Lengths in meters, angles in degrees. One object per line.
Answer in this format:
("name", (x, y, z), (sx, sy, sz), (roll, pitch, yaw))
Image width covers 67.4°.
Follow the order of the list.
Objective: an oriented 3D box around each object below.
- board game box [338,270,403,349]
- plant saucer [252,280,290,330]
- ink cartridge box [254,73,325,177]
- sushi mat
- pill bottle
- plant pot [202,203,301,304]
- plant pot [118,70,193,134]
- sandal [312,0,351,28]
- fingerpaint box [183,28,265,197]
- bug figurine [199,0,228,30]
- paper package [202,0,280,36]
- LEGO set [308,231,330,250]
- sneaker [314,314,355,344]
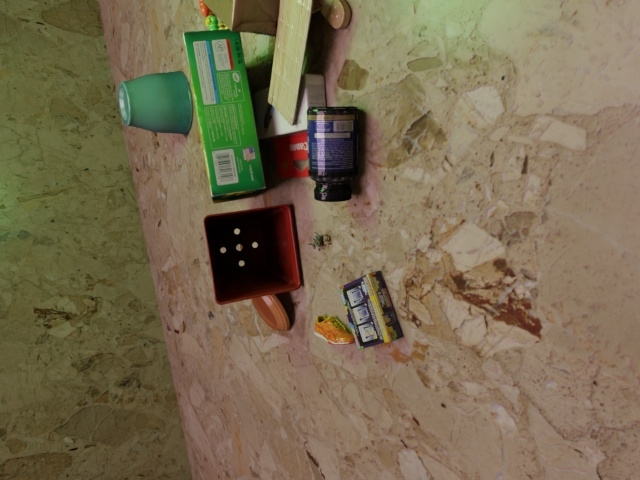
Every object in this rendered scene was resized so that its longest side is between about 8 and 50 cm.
("board game box", (0.122, 0.177, 1.200), (0.141, 0.048, 0.171), (-32, 72, 54))
("plant saucer", (-0.178, 0.228, 1.627), (0.200, 0.037, 0.200), (41, 150, 29))
("ink cartridge box", (-0.085, -0.307, 1.354), (0.296, 0.066, 0.261), (8, 105, 56))
("sushi mat", (-0.081, -0.463, 1.207), (0.151, 0.019, 0.317), (49, 140, 37))
("pill bottle", (0.029, -0.209, 1.154), (0.122, 0.122, 0.219), (21, 117, 53))
("plant pot", (-0.237, 0.031, 1.539), (0.235, 0.267, 0.268), (-168, 70, -70))
("plant pot", (-0.719, -0.591, 2.063), (0.271, 0.255, 0.272), (22, 117, 53))
("sandal", (-0.020, -0.586, 1.153), (0.240, 0.079, 0.088), (55, 141, 32))
("fingerpaint box", (-0.291, -0.351, 1.470), (0.371, 0.163, 0.445), (-176, 77, -78))
("bug figurine", (-0.343, -0.793, 1.593), (0.279, 0.072, 0.217), (-16, 86, 57))
("paper package", (-0.189, -0.731, 1.258), (0.325, 0.168, 0.310), (53, 141, 44))
("LEGO set", (0.001, 0.002, 1.361), (0.083, 0.023, 0.054), (11, 111, 42))
("sneaker", (0.036, 0.250, 1.344), (0.175, 0.064, 0.068), (11, 99, 52))
